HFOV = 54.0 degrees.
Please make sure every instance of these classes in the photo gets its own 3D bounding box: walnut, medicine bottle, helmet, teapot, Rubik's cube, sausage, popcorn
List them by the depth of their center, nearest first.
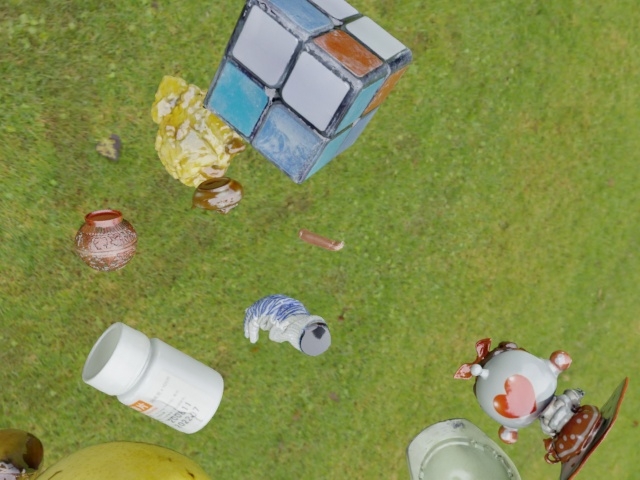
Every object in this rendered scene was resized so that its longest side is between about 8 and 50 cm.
[{"bbox_3d":[-0.614,0.434,1.207,0.137,0.245,0.137,0,85,-3],"label":"walnut"},{"bbox_3d":[0.293,0.506,1.266,0.204,0.257,0.137,-23,128,-5],"label":"helmet"},{"bbox_3d":[-0.231,-0.093,1.410,0.098,0.129,0.078,-76,155,-57],"label":"teapot"},{"bbox_3d":[-0.030,-0.375,1.470,0.313,0.318,0.316,41,40,6],"label":"Rubik's cube"},{"bbox_3d":[-0.338,-0.310,1.727,0.265,0.225,0.332,-30,83,-3],"label":"popcorn"},{"bbox_3d":[-0.492,0.411,1.871,0.371,0.211,0.211,36,77,-28],"label":"medicine bottle"},{"bbox_3d":[0.000,0.000,1.928,0.036,0.157,0.042,-23,126,-57],"label":"sausage"}]

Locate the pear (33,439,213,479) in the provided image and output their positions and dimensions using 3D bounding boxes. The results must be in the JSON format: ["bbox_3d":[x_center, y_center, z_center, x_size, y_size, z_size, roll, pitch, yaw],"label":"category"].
[{"bbox_3d":[-0.275,0.449,0.866,0.348,0.348,0.348,-9,105,-37],"label":"pear"}]

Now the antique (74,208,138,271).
[{"bbox_3d":[-0.350,0.004,1.029,0.104,0.104,0.104,-9,105,-37],"label":"antique"}]

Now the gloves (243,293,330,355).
[{"bbox_3d":[-0.069,0.146,1.130,0.119,0.229,0.097,18,80,-40],"label":"gloves"}]

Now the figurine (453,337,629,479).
[{"bbox_3d":[0.329,0.251,1.005,0.160,0.226,0.183,-31,147,-51],"label":"figurine"}]
